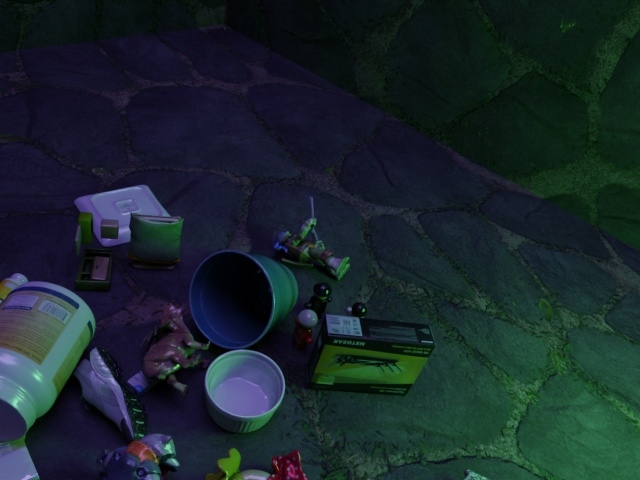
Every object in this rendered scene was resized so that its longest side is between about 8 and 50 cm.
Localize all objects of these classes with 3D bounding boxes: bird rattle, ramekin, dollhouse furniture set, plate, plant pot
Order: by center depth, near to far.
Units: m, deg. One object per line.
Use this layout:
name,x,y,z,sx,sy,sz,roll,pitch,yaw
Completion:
bird rattle,-0.146,0.588,1.176,0.254,0.143,0.207,19,48,-20
ramekin,-0.204,0.400,1.355,0.207,0.109,0.207,12,38,-9
plant pot,-0.196,0.159,1.520,0.272,0.271,0.255,34,13,19
dollhouse furniture set,-0.579,0.035,1.582,0.302,0.197,0.151,3,39,-17
plate,-0.686,-0.106,1.839,0.277,0.045,0.278,-18,51,-38

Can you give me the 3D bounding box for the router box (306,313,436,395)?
router box,0.134,0.330,1.466,0.309,0.243,0.081,7,39,-12

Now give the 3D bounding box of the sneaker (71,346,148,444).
sneaker,-0.515,0.394,1.269,0.108,0.100,0.271,-38,66,-10

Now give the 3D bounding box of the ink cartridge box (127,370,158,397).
ink cartridge box,-0.459,0.366,1.360,0.048,0.028,0.083,32,40,18

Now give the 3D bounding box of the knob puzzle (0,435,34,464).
knob puzzle,-0.745,0.464,1.122,0.213,0.030,0.213,14,24,-6

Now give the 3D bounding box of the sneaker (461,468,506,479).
sneaker,0.290,0.678,1.227,0.410,0.158,0.182,-14,17,-32

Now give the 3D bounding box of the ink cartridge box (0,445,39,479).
ink cartridge box,-0.660,0.511,1.012,0.191,0.139,0.082,-19,49,-38

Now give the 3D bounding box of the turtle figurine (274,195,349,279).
turtle figurine,0.000,0.000,1.859,0.266,0.197,0.275,35,45,16

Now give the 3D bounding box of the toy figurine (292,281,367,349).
toy figurine,0.033,0.252,1.598,0.210,0.148,0.213,24,38,8

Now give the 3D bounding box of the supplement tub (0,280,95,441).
supplement tub,-0.698,0.275,1.210,0.228,0.228,0.316,15,36,-4

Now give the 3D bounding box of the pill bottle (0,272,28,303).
pill bottle,-0.870,0.146,1.440,0.065,0.065,0.116,17,37,-1

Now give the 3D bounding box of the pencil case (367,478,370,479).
pencil case,0.086,0.654,1.175,0.086,0.088,0.206,21,39,8

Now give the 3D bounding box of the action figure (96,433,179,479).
action figure,-0.374,0.550,1.036,0.341,0.178,0.330,13,54,16

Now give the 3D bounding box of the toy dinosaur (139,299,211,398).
toy dinosaur,-0.405,0.294,1.360,0.200,0.127,0.295,19,22,4
